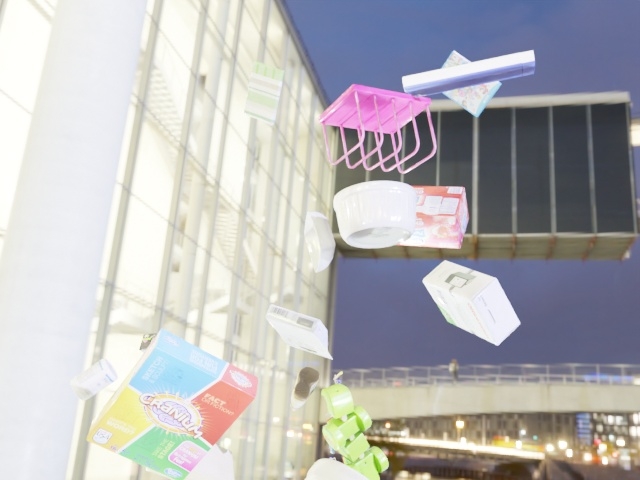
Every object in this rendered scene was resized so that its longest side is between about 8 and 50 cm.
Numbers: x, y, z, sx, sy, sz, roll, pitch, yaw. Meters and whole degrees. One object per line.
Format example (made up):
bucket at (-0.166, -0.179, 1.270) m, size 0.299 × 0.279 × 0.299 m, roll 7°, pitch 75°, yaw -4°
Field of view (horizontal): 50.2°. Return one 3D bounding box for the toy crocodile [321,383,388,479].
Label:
toy crocodile at (0.082, 0.529, 1.758) m, size 0.115 × 0.341 × 0.105 m, roll -29°, pitch 19°, yaw -26°

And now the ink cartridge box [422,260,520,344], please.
ink cartridge box at (0.511, 0.208, 2.323) m, size 0.211 × 0.121 × 0.289 m, roll 57°, pitch -14°, yaw -23°

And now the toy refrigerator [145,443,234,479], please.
toy refrigerator at (-0.357, 0.603, 1.871) m, size 0.094 × 0.102 × 0.269 m, roll -28°, pitch -42°, yaw 18°

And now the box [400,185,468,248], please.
box at (0.269, -0.067, 1.890) m, size 0.256 × 0.128 × 0.123 m, roll 3°, pitch -46°, yaw 24°

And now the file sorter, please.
file sorter at (0.177, -0.322, 2.066) m, size 0.290 × 0.182 × 0.202 m, roll 2°, pitch -20°, yaw -32°

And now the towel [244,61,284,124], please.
towel at (-0.154, -0.410, 1.898) m, size 0.113 × 0.152 × 0.023 m, roll 26°, pitch 22°, yaw 29°

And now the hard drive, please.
hard drive at (0.387, -0.428, 1.771) m, size 0.318 × 0.040 × 0.210 m, roll -8°, pitch 5°, yaw 17°

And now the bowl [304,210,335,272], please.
bowl at (0.000, 0.000, 1.871) m, size 0.053 × 0.142 × 0.142 m, roll -11°, pitch -30°, yaw -12°

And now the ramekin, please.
ramekin at (0.137, -0.057, 1.677) m, size 0.207 × 0.109 × 0.207 m, roll -3°, pitch -19°, yaw -1°

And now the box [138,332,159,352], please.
box at (-0.579, 0.361, 2.382) m, size 0.083 × 0.062 × 0.052 m, roll -10°, pitch -37°, yaw 30°

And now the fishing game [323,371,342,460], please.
fishing game at (0.033, 0.502, 1.910) m, size 0.041 × 0.264 × 0.189 m, roll 6°, pitch -15°, yaw -5°

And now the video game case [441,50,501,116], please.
video game case at (0.417, -0.449, 1.963) m, size 0.166 × 0.015 × 0.119 m, roll 37°, pitch -53°, yaw 6°

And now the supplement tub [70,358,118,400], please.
supplement tub at (-0.611, 0.376, 1.850) m, size 0.107 × 0.071 × 0.071 m, roll -32°, pitch -16°, yaw -8°

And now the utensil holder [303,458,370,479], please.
utensil holder at (-0.015, 0.666, 1.273) m, size 0.327 × 0.385 × 0.328 m, roll 35°, pitch -31°, yaw 25°

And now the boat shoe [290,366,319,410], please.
boat shoe at (-0.043, 0.380, 1.761) m, size 0.056 × 0.048 × 0.153 m, roll 25°, pitch 24°, yaw 1°

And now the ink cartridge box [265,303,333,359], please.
ink cartridge box at (-0.060, 0.305, 2.266) m, size 0.189 × 0.066 × 0.232 m, roll 14°, pitch -21°, yaw 26°

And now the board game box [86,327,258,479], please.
board game box at (-0.321, 0.364, 1.476) m, size 0.242 × 0.064 × 0.316 m, roll 31°, pitch -65°, yaw -17°
